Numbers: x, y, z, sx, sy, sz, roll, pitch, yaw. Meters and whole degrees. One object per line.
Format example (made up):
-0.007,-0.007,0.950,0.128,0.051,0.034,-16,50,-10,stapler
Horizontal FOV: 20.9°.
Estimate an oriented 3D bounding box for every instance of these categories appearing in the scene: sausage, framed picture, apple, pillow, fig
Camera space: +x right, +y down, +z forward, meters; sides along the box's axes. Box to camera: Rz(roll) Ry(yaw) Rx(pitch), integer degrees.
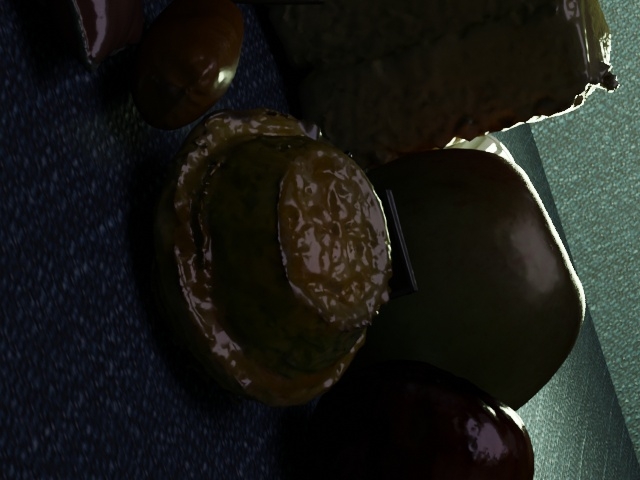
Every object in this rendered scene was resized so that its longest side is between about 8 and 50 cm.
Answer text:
-0.119,-0.162,1.546,0.238,0.098,0.098,-84,154,-68,sausage
0.027,0.017,1.798,0.011,0.149,0.109,-11,86,-52,framed picture
0.147,0.054,1.925,0.319,0.277,0.319,-18,90,-75,apple
-0.195,-0.230,1.396,0.171,0.075,0.179,-69,147,-76,pillow
0.093,0.228,1.696,0.224,0.224,0.263,-89,174,-47,fig

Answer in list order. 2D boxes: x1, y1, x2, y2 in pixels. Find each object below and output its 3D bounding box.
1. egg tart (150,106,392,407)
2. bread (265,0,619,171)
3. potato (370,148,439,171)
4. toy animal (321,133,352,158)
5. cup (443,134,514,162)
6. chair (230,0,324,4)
-0.025,0.007,1.514,0.288,0.118,0.288,22,60,-46,egg tart
0.155,-0.280,2.117,0.390,0.371,0.279,-65,136,-66,bread
0.133,0.003,2.154,0.169,0.144,0.248,-155,-125,-64,potato
0.000,0.000,1.723,0.166,0.138,0.179,-40,110,-48,toy animal
0.145,-0.066,2.338,0.202,0.221,0.166,-40,147,-70,cup
-0.099,-0.342,1.726,0.272,0.166,0.188,-2,72,-30,chair
